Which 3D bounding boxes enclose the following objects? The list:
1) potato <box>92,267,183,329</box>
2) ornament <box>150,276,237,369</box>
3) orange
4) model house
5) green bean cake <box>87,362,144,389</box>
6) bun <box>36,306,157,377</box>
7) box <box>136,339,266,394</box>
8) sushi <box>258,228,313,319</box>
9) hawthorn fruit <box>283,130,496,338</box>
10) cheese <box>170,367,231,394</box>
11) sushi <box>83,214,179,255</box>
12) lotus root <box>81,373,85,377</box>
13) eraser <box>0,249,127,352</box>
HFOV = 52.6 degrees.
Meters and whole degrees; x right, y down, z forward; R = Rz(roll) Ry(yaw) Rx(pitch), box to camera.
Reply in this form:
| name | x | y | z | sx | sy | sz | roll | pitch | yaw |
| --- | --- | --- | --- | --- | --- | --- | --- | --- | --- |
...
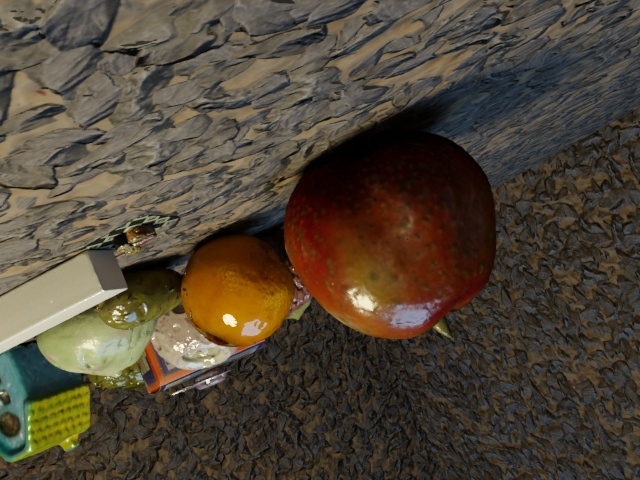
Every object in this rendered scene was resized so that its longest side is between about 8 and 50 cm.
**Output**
| name | x | y | z | sx | sy | sz | roll | pitch | yaw |
| --- | --- | --- | --- | --- | --- | --- | --- | --- | --- |
| potato | -0.378 | 0.117 | 1.386 | 0.149 | 0.113 | 0.251 | -34 | 178 | 22 |
| ornament | -0.329 | 0.210 | 1.717 | 0.259 | 0.225 | 0.259 | -10 | 151 | -6 |
| orange | -0.182 | 0.108 | 1.402 | 0.246 | 0.246 | 0.246 | -24 | 173 | -3 |
| model house | -0.743 | 0.419 | 1.686 | 0.215 | 0.303 | 0.237 | -33 | 170 | 16 |
| green bean cake | -0.725 | 0.458 | 2.381 | 0.284 | 0.202 | 0.310 | -16 | 169 | -35 |
| bun | -0.508 | 0.234 | 1.521 | 0.283 | 0.179 | 0.283 | -23 | 170 | -4 |
| box | -0.401 | 0.295 | 2.027 | 0.348 | 0.257 | 0.318 | -21 | 171 | -26 |
| sushi | -0.117 | 0.100 | 1.662 | 0.170 | 0.237 | 0.270 | -33 | 175 | -17 |
| hawthorn fruit | 0.146 | 0.006 | 1.196 | 0.402 | 0.403 | 0.403 | -24 | 173 | -3 |
| cheese | -0.358 | 0.430 | 1.971 | 0.190 | 0.042 | 0.105 | -26 | 170 | 13 |
| sushi | -0.303 | -0.002 | 1.065 | 0.126 | 0.026 | 0.120 | -27 | 172 | 17 |
| lotus root | -0.643 | 0.295 | 1.843 | 0.183 | 0.078 | 0.203 | -49 | -165 | -12 |
| eraser | -0.482 | 0.111 | 1.110 | 0.298 | 0.076 | 0.078 | -26 | 173 | 13 |
